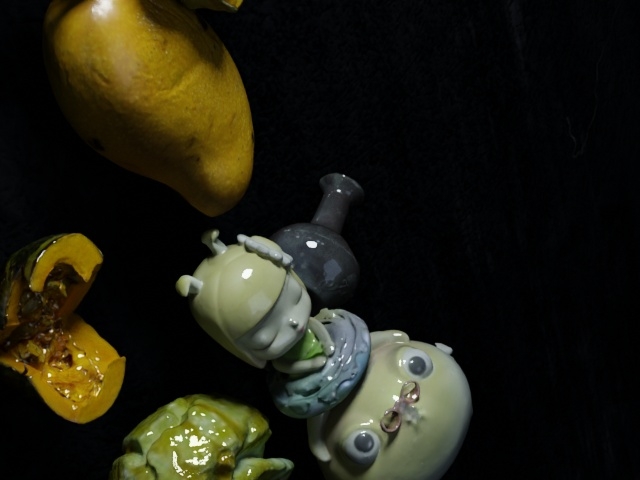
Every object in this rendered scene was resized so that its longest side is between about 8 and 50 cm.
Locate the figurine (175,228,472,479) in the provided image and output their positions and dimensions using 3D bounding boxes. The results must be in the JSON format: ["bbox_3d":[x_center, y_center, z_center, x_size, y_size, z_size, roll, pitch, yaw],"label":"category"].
[{"bbox_3d":[-0.019,0.134,1.523,0.394,0.274,0.226,43,69,-29],"label":"figurine"}]

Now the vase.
[{"bbox_3d":[0.000,0.000,1.620,0.120,0.120,0.183,60,39,-42],"label":"vase"}]

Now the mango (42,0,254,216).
[{"bbox_3d":[-0.167,-0.148,1.355,0.295,0.120,0.177,53,54,-47],"label":"mango"}]

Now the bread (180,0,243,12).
[{"bbox_3d":[-0.138,-0.330,1.305,0.161,0.088,0.233,23,51,-43],"label":"bread"}]

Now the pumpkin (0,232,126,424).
[{"bbox_3d":[-0.267,0.082,1.319,0.119,0.108,0.183,-24,112,-52],"label":"pumpkin"}]

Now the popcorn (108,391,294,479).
[{"bbox_3d":[-0.135,0.267,1.487,0.221,0.184,0.204,-49,149,-46],"label":"popcorn"}]
